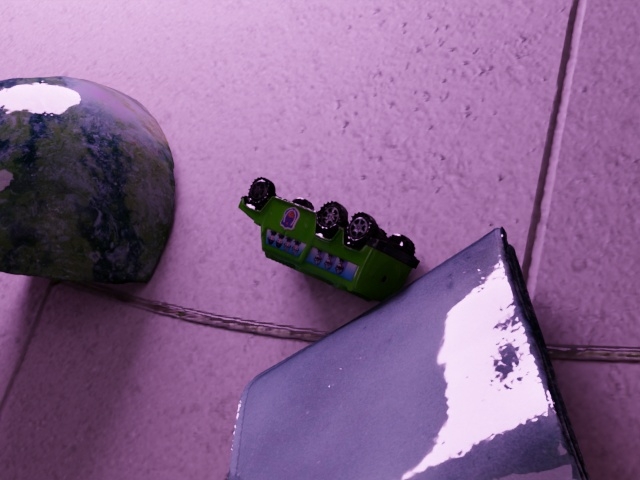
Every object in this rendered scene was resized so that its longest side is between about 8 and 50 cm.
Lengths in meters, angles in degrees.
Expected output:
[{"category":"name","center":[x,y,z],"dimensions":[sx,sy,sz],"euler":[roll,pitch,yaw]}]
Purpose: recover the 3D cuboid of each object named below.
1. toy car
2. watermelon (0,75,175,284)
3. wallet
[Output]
[{"category":"toy car","center":[0.000,0.000,0.850],"dimensions":[0.165,0.071,0.062],"euler":[22,87,40]},{"category":"watermelon","center":[-0.264,-0.059,1.005],"dimensions":[0.176,0.256,0.260],"euler":[146,148,-77]},{"category":"wallet","center":[0.037,0.120,0.680],"dimensions":[0.251,0.054,0.290],"euler":[-29,24,14]}]
